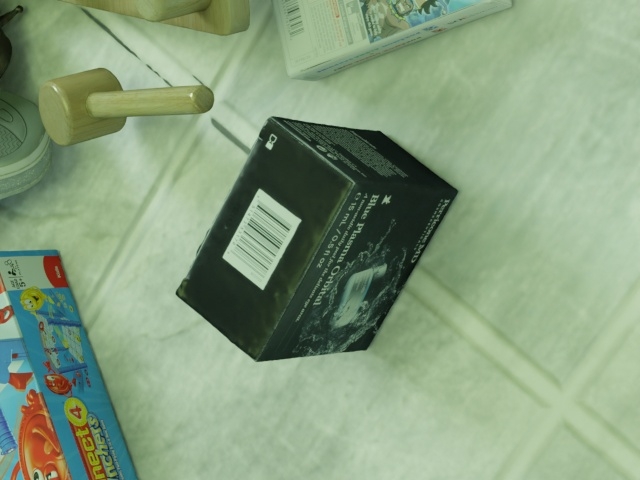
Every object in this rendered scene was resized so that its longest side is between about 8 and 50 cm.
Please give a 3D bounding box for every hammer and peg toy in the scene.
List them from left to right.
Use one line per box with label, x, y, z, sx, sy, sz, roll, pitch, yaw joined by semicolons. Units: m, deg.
hammer and peg toy;-0.143;-0.250;1.196;0.266;0.127;0.361;18;120;45

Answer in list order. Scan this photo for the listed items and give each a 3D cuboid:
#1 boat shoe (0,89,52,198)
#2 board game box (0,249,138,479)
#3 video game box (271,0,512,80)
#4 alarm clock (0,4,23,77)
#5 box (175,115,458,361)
boat shoe;-0.369;-0.061;1.398;0.320;0.103;0.118;-9;48;28
board game box;-0.324;0.208;1.370;0.308;0.086;0.302;-30;75;28
video game box;0.038;-0.250;1.168;0.187;0.048;0.205;-17;81;34
alarm clock;-0.357;-0.152;1.352;0.129;0.064;0.192;1;51;31
box;0.000;0.000;1.126;0.093;0.158;0.156;38;109;27
